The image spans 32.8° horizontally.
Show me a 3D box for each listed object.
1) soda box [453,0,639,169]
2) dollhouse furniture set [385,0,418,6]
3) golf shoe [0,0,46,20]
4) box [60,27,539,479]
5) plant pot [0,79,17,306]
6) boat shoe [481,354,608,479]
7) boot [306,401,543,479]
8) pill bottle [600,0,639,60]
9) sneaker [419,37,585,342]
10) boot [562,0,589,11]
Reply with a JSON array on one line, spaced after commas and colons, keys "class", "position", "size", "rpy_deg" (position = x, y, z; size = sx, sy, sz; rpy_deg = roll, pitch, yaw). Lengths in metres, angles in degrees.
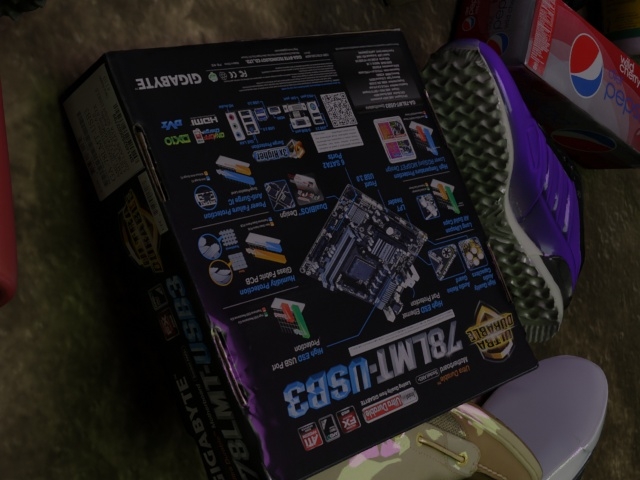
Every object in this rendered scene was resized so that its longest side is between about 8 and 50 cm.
[{"class": "soda box", "position": [0.239, -0.151, 1.056], "size": [0.263, 0.092, 0.084], "rpy_deg": [25, 75, -43]}, {"class": "dollhouse furniture set", "position": [0.187, -0.449, 0.888], "size": [0.394, 0.256, 0.362], "rpy_deg": [-41, 118, -36]}, {"class": "golf shoe", "position": [-0.211, -0.261, 0.608], "size": [0.120, 0.105, 0.273], "rpy_deg": [-50, 124, -41]}, {"class": "box", "position": [0.000, 0.000, 0.773], "size": [0.295, 0.073, 0.293], "rpy_deg": [-15, 82, -44]}, {"class": "plant pot", "position": [-0.260, -0.101, 0.464], "size": [0.274, 0.274, 0.243], "rpy_deg": [14, 72, -44]}, {"class": "boat shoe", "position": [0.179, 0.241, 0.994], "size": [0.301, 0.108, 0.102], "rpy_deg": [-55, 142, -29]}, {"class": "boot", "position": [0.052, 0.209, 0.860], "size": [0.262, 0.095, 0.204], "rpy_deg": [35, 66, -27]}, {"class": "pill bottle", "position": [0.354, -0.300, 1.151], "size": [0.117, 0.117, 0.209], "rpy_deg": [-8, 96, -44]}, {"class": "sneaker", "position": [0.175, -0.063, 0.999], "size": [0.146, 0.102, 0.293], "rpy_deg": [-45, 125, -39]}, {"class": "boot", "position": [0.303, -0.272, 0.975], "size": [0.207, 0.246, 0.094], "rpy_deg": [-30, 112, -3]}]
